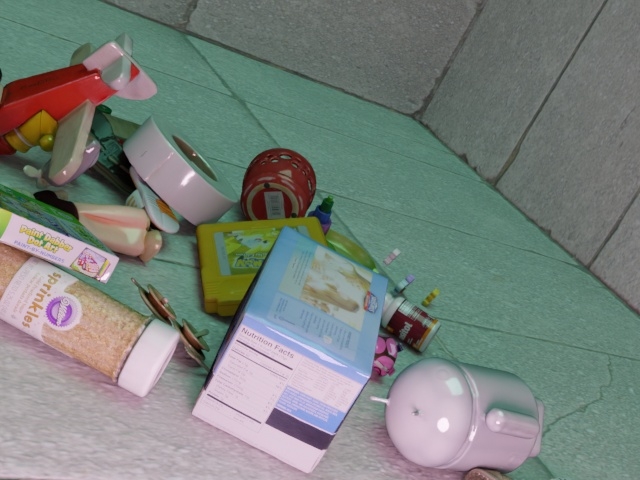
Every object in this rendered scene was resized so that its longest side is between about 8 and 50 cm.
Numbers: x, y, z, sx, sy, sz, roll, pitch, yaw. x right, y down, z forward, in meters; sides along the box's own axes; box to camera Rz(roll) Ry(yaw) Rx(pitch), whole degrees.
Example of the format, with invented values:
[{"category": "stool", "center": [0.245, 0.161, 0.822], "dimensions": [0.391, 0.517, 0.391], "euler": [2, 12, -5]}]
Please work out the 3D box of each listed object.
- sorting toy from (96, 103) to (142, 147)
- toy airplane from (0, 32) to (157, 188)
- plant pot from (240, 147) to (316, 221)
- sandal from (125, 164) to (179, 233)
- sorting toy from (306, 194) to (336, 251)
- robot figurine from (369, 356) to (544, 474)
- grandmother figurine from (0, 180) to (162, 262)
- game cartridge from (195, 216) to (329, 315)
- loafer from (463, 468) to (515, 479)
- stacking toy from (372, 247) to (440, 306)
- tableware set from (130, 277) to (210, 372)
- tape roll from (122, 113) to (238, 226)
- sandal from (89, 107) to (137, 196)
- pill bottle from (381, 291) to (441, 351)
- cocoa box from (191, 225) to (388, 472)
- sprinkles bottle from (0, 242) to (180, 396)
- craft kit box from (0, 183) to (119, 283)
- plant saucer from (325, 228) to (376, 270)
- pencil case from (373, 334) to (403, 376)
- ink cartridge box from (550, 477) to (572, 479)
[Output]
[{"category": "sorting toy", "center": [-0.502, -0.262, 2.378], "dimensions": [0.132, 0.046, 0.274], "euler": [16, 23, -33]}, {"category": "toy airplane", "center": [-0.525, -0.274, 1.964], "dimensions": [0.384, 0.272, 0.386], "euler": [19, 52, 36]}, {"category": "plant pot", "center": [-0.114, -0.120, 2.356], "dimensions": [0.191, 0.191, 0.174], "euler": [27, 27, -5]}, {"category": "sandal", "center": [-0.385, -0.072, 2.031], "dimensions": [0.102, 0.076, 0.265], "euler": [43, 7, -37]}, {"category": "sorting toy", "center": [0.000, 0.000, 2.212], "dimensions": [0.127, 0.126, 0.365], "euler": [21, 31, -8]}, {"category": "robot figurine", "center": [0.265, 0.330, 1.730], "dimensions": [0.353, 0.200, 0.300], "euler": [15, -16, -33]}, {"category": "grandmother figurine", "center": [-0.486, -0.044, 1.791], "dimensions": [0.342, 0.104, 0.208], "euler": [14, 15, -42]}, {"category": "game cartridge", "center": [-0.113, 0.048, 1.958], "dimensions": [0.285, 0.053, 0.324], "euler": [-4, 28, -10]}, {"category": "loafer", "center": [0.374, 0.492, 1.627], "dimensions": [0.092, 0.102, 0.268], "euler": [-6, 38, -48]}, {"category": "stacking toy", "center": [0.216, 0.112, 2.369], "dimensions": [0.167, 0.052, 0.221], "euler": [46, 22, 6]}, {"category": "tableware set", "center": [-0.246, 0.138, 1.606], "dimensions": [0.128, 0.039, 0.194], "euler": [48, -4, 48]}, {"category": "tape roll", "center": [-0.324, -0.159, 2.148], "dimensions": [0.286, 0.100, 0.286], "euler": [47, 7, -8]}, {"category": "sandal", "center": [-0.518, -0.202, 2.162], "dimensions": [0.303, 0.086, 0.120], "euler": [49, 47, 6]}, {"category": "pill bottle", "center": [0.199, 0.187, 2.163], "dimensions": [0.152, 0.086, 0.086], "euler": [33, 20, 13]}, {"category": "cocoa box", "center": [-0.041, 0.175, 1.603], "dimensions": [0.231, 0.228, 0.347], "euler": [27, 26, -4]}, {"category": "sprinkles bottle", "center": [-0.404, 0.116, 1.470], "dimensions": [0.355, 0.121, 0.121], "euler": [28, 20, 0]}, {"category": "craft kit box", "center": [-0.489, -0.031, 1.531], "dimensions": [0.246, 0.061, 0.250], "euler": [31, 0, -39]}, {"category": "plant saucer", "center": [0.031, 0.035, 2.385], "dimensions": [0.241, 0.037, 0.241], "euler": [26, 21, -10]}, {"category": "pencil case", "center": [0.059, 0.217, 1.903], "dimensions": [0.209, 0.095, 0.098], "euler": [18, 38, -22]}, {"category": "ink cartridge box", "center": [0.486, 0.504, 1.856], "dimensions": [0.083, 0.028, 0.048], "euler": [9, 27, -42]}]
